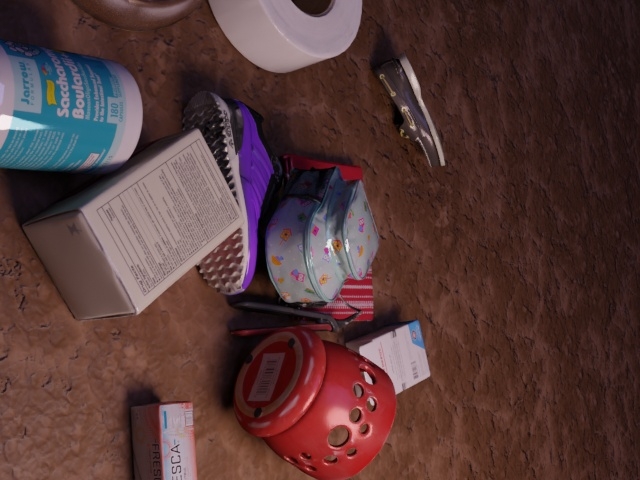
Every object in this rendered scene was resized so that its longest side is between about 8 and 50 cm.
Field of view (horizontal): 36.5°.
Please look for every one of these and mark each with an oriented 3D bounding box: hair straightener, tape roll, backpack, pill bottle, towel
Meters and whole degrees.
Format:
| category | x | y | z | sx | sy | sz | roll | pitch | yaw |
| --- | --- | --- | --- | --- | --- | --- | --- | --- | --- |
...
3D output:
| category | x | y | z | sx | sy | sz | roll | pitch | yaw |
| --- | --- | --- | --- | --- | --- | --- | --- | --- | --- |
| hair straightener | -0.033 | 0.098 | 1.472 | 0.231 | 0.047 | 0.089 | 1 | 82 | -33 |
| tape roll | -0.058 | -0.417 | 1.552 | 0.286 | 0.100 | 0.286 | 13 | 72 | -48 |
| backpack | 0.000 | 0.000 | 1.432 | 0.188 | 0.145 | 0.165 | -58 | 143 | -40 |
| pill bottle | -0.347 | -0.154 | 1.115 | 0.264 | 0.146 | 0.146 | 0 | 82 | -50 |
| towel | 0.013 | -0.002 | 1.598 | 0.199 | 0.031 | 0.274 | 4 | 79 | -49 |

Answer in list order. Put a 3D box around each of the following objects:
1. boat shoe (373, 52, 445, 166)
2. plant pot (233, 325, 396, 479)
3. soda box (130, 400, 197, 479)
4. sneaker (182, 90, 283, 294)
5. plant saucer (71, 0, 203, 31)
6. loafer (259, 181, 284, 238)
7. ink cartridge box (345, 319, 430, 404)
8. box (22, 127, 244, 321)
| category | x | y | z | sx | sy | sz | roll | pitch | yaw |
| --- | --- | --- | --- | --- | --- | --- | --- | --- | --- |
| boat shoe | 0.168 | -0.233 | 1.807 | 0.081 | 0.069 | 0.227 | -95 | 162 | -70 |
| plant pot | -0.014 | 0.228 | 1.392 | 0.174 | 0.191 | 0.191 | 38 | 54 | -35 |
| soda box | -0.200 | 0.301 | 1.252 | 0.058 | 0.063 | 0.183 | 5 | 77 | -49 |
| sneaker | -0.108 | -0.068 | 1.414 | 0.146 | 0.102 | 0.293 | 3 | 80 | -50 |
| plant saucer | -0.233 | -0.438 | 1.304 | 0.311 | 0.050 | 0.310 | -14 | 111 | -40 |
| loafer | -0.070 | -0.060 | 1.504 | 0.039 | 0.045 | 0.125 | 18 | 65 | -54 |
| ink cartridge box | 0.105 | 0.206 | 1.635 | 0.180 | 0.060 | 0.104 | -15 | 94 | -50 |
| box | -0.232 | -0.022 | 1.238 | 0.232 | 0.127 | 0.148 | -43 | 115 | -45 |
